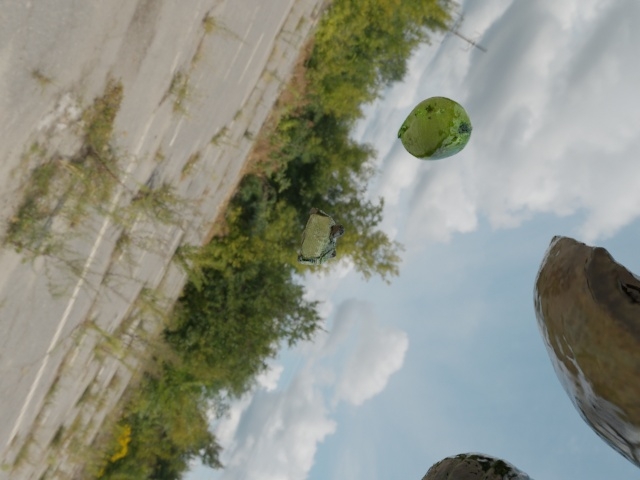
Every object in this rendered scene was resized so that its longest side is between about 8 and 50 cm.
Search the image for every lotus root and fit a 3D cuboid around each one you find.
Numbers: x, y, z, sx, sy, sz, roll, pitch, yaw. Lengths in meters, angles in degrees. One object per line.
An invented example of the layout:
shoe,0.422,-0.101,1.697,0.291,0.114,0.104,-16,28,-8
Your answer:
lotus root,0.269,0.108,0.472,0.210,0.314,0.142,36,-81,38

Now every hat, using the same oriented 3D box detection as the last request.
hat,0.000,0.000,0.795,0.076,0.059,0.077,-67,176,-60

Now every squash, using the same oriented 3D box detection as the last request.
squash,0.277,0.483,0.904,0.165,0.252,0.252,-20,157,-38

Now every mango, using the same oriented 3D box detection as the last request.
mango,0.221,-0.215,1.046,0.100,0.119,0.178,-26,-172,-24
